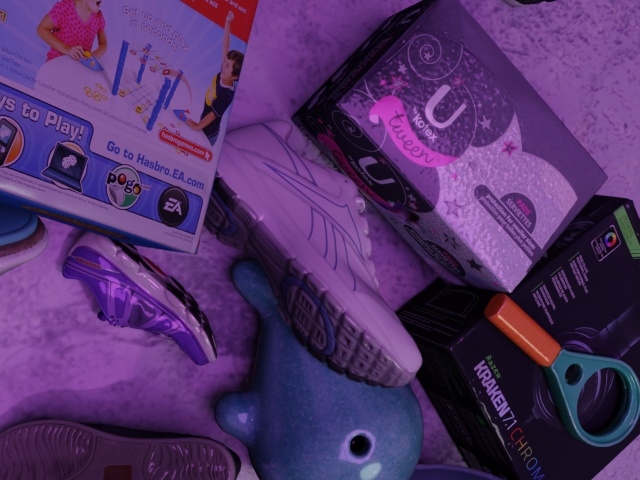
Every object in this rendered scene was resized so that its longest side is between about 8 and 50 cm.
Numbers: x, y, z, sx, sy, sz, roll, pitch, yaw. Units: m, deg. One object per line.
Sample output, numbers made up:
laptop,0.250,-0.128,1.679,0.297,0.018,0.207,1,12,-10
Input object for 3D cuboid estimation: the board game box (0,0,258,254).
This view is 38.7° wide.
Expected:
board game box,-0.189,-0.172,0.690,0.308,0.086,0.302,23,77,-52

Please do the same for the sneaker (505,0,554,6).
sneaker,0.202,-0.344,0.920,0.079,0.121,0.217,-40,111,-16

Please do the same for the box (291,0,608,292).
box,0.123,-0.089,0.888,0.247,0.142,0.163,46,77,-14

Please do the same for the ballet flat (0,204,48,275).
ballet flat,-0.416,0.029,0.688,0.400,0.139,0.139,-1,98,-28

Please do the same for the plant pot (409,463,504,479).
plant pot,0.119,0.405,0.917,0.293,0.293,0.196,-31,136,-18

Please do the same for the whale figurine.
whale figurine,0.003,0.136,0.877,0.216,0.141,0.272,-17,95,-14

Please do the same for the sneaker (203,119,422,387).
sneaker,0.000,0.000,0.826,0.129,0.111,0.297,-32,77,-28

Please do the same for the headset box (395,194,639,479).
headset box,0.259,0.113,1.002,0.283,0.131,0.246,-36,111,-17

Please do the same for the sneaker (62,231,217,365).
sneaker,-0.165,0.060,0.845,0.170,0.068,0.071,43,94,-15

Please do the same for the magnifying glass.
magnifying glass,0.244,0.128,0.909,0.231,0.026,0.092,40,80,-24

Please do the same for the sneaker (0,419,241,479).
sneaker,-0.184,0.214,0.843,0.221,0.118,0.083,5,77,3
